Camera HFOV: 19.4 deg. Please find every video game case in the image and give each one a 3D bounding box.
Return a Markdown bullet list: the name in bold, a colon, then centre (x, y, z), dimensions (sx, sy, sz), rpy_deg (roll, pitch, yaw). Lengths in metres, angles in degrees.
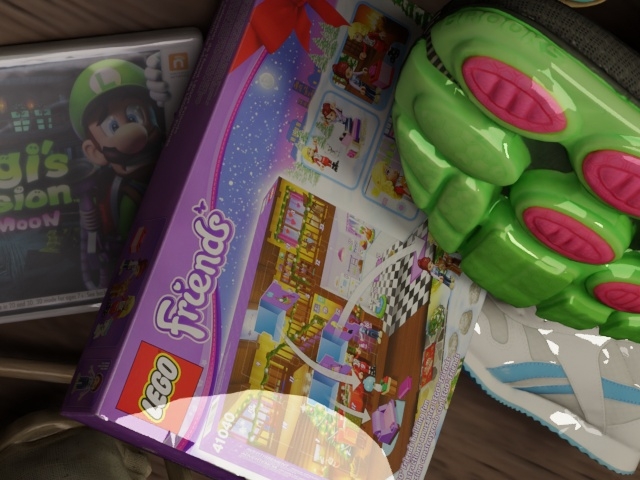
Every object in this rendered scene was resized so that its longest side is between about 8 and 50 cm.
- **video game case**: centre (-0.158, -0.034, 1.102), dimensions (0.190, 0.022, 0.173), rpy_deg (-7, 118, -10)

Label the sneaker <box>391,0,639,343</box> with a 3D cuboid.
- **sneaker**: centre (0.228, -0.049, 1.089), dimensions (0.483, 0.202, 0.185), rpy_deg (19, 151, -37)

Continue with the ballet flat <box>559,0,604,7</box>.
- **ballet flat**: centre (0.062, -0.189, 1.050), dimensions (0.232, 0.073, 0.080), rpy_deg (19, 117, -15)

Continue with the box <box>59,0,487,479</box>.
- **box**: centre (0.000, 0.000, 1.054), dimensions (0.201, 0.057, 0.293), rpy_deg (27, 74, -25)

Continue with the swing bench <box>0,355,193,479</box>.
- **swing bench**: centre (-0.175, 0.218, 1.085), dimensions (0.165, 0.253, 0.254), rpy_deg (9, 119, -20)

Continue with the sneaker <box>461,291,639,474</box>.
- **sneaker**: centre (0.142, 0.063, 1.196), dimensions (0.229, 0.087, 0.092), rpy_deg (31, 99, -32)
